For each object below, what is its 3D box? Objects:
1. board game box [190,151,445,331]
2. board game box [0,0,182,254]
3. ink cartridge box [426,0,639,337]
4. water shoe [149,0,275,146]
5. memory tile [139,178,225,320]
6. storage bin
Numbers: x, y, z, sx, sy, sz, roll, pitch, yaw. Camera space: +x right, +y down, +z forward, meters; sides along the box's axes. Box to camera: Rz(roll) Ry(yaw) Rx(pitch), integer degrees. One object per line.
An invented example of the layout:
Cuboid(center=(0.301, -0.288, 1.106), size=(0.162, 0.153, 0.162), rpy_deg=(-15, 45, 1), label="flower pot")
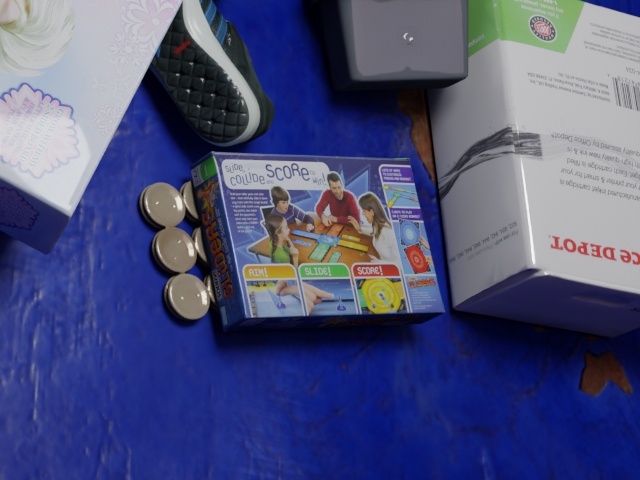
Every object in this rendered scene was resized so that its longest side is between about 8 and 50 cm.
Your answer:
Cuboid(center=(0.000, 0.000, 1.541), size=(0.201, 0.035, 0.136), rpy_deg=(1, 70, -38), label="board game box")
Cuboid(center=(-0.261, -0.197, 1.375), size=(0.318, 0.066, 0.319), rpy_deg=(29, 56, -10), label="board game box")
Cuboid(center=(0.206, -0.067, 1.697), size=(0.198, 0.115, 0.273), rpy_deg=(11, 64, -34), label="ink cartridge box")
Cuboid(center=(-0.108, -0.163, 1.540), size=(0.203, 0.073, 0.080), rpy_deg=(63, 19, 5), label="water shoe")
Cuboid(center=(-0.070, 0.003, 1.519), size=(0.148, 0.012, 0.113), rpy_deg=(-7, 75, -39), label="memory tile")
Cuboid(center=(0.061, -0.174, 1.648), size=(0.135, 0.098, 0.091), rpy_deg=(-2, 86, -18), label="storage bin")
